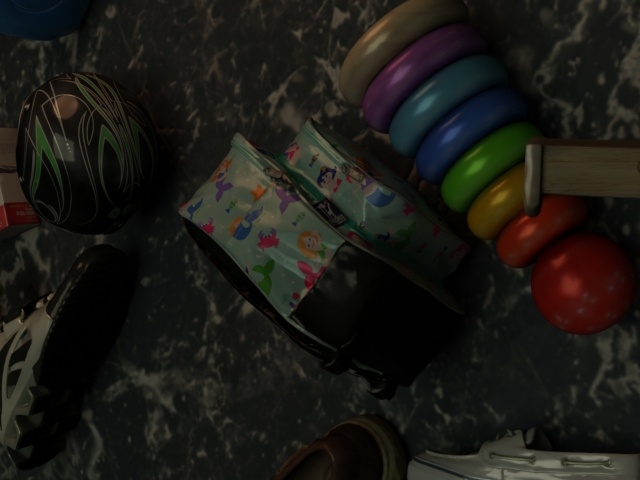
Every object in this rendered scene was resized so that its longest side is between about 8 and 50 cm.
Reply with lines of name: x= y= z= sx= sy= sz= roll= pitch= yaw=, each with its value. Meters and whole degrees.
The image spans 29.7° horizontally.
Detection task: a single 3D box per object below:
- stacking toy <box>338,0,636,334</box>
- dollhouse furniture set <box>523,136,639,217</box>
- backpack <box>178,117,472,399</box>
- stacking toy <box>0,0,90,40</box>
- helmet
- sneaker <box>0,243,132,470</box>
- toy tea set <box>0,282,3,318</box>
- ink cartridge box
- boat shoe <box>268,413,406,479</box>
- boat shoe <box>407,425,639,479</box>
stacking toy: x=0.162 y=-0.060 z=1.076 sx=0.141 sy=0.141 sz=0.330 roll=-45 pitch=73 yaw=32
dollhouse furniture set: x=0.243 y=0.084 z=0.868 sx=0.198 sy=0.286 sz=0.304 roll=2 pitch=97 yaw=12
backpack: x=0.000 y=0.000 z=1.140 sx=0.253 sy=0.225 sz=0.191 roll=33 pitch=91 yaw=37
stacking toy: x=-0.409 y=-0.385 z=1.502 sx=0.302 sy=0.175 sz=0.166 roll=44 pitch=116 yaw=41
helmet: x=-0.265 y=-0.106 z=1.383 sx=0.169 sy=0.169 sz=0.162 roll=43 pitch=134 yaw=28
sneaker: x=-0.347 y=0.119 z=1.488 sx=0.146 sy=0.122 sz=0.331 roll=43 pitch=117 yaw=26
toy tea set: x=-0.520 y=0.032 z=1.600 sx=0.336 sy=0.124 sz=0.200 roll=31 pitch=154 yaw=29
ink cartridge box: x=-0.431 y=-0.071 z=1.584 sx=0.099 sy=0.056 sz=0.135 roll=-19 pitch=82 yaw=38
boat shoe: x=-0.049 y=0.314 z=1.261 sx=0.342 sy=0.123 sz=0.123 roll=-50 pitch=63 yaw=30
boat shoe: x=0.189 y=0.206 z=1.101 sx=0.226 sy=0.083 sz=0.076 roll=6 pitch=85 yaw=27
